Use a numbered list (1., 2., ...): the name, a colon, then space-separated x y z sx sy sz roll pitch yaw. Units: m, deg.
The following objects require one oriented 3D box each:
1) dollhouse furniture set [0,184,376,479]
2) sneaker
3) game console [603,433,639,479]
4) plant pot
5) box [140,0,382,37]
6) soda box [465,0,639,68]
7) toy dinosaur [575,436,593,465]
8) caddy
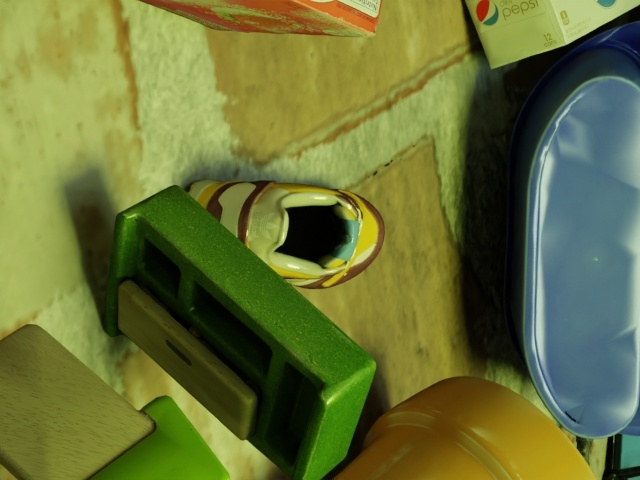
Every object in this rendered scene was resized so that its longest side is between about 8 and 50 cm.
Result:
1. dollhouse furniture set: -0.114 0.157 0.743 0.197 0.151 0.302 -35 153 -38
2. sneaker: 0.000 0.000 0.849 0.185 0.083 0.070 1 96 -53
3. game console: 0.337 0.221 1.370 0.122 0.107 0.071 5 121 -53
4. plant pot: 0.060 0.219 0.901 0.188 0.205 0.205 -24 117 -33
5. box: -0.078 -0.190 0.671 0.257 0.122 0.128 11 88 -54
6. soda box: 0.203 -0.203 1.076 0.216 0.074 0.069 -32 103 -44
7. toy dinosaur: 0.203 0.209 1.197 0.268 0.064 0.118 -11 108 -58
8. caddy: 0.265 0.000 1.073 0.179 0.241 0.341 -55 146 -77
